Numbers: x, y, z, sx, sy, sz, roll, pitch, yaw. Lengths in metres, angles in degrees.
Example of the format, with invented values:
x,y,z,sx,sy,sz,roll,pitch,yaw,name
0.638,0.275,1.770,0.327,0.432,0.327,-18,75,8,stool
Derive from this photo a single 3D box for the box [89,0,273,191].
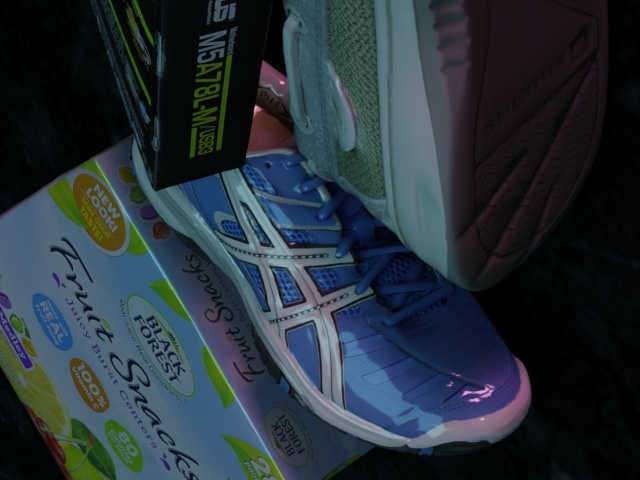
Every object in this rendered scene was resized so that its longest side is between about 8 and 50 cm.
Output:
x,y,z,sx,sy,sz,roll,pitch,yaw,name
-0.067,-0.136,0.693,0.184,0.045,0.190,110,143,-68,box

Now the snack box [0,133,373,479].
x,y,z,sx,sy,sz,roll,pitch,yaw,name
-0.081,0.047,0.944,0.174,0.070,0.207,60,146,-3,snack box

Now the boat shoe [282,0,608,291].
x,y,z,sx,sy,sz,roll,pitch,yaw,name
0.026,-0.125,0.610,0.103,0.118,0.320,28,145,32,boat shoe

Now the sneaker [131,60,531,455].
x,y,z,sx,sy,sz,roll,pitch,yaw,name
0.000,0.000,0.784,0.211,0.080,0.081,43,149,19,sneaker
